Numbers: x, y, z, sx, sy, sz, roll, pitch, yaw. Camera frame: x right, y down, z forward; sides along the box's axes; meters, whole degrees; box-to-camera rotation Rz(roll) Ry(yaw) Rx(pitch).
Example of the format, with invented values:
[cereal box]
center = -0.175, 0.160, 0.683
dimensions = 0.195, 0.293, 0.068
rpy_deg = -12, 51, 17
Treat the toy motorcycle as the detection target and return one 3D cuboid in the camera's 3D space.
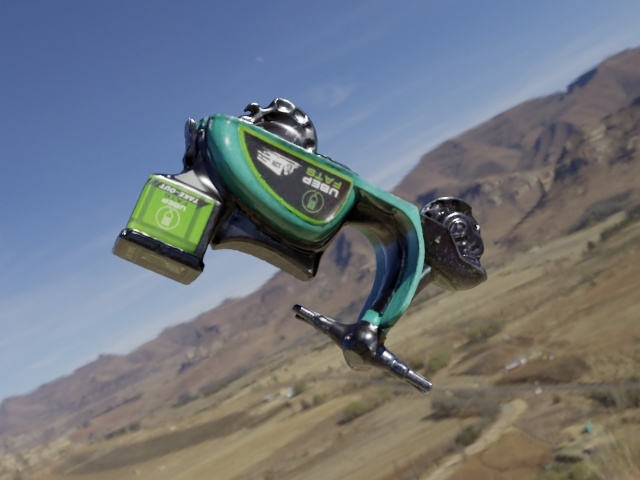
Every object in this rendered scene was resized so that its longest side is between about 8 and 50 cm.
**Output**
[toy motorcycle]
center = 0.000, 0.000, 0.410
dimensions = 0.100, 0.173, 0.058
rpy_deg = -69, 14, -17
